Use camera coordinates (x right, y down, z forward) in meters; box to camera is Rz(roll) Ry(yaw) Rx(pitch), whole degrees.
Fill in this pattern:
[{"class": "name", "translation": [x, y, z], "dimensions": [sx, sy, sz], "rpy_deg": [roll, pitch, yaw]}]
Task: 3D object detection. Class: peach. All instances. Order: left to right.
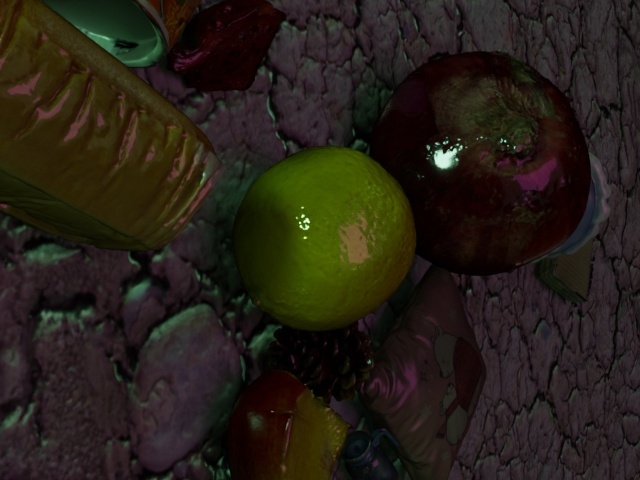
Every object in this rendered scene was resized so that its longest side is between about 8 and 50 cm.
[{"class": "peach", "translation": [-0.037, 0.203, 0.879], "dimensions": [0.151, 0.118, 0.151], "rpy_deg": [-157, -90, -89]}]

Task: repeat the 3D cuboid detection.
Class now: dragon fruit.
[{"class": "dragon fruit", "translation": [-0.091, -0.198, 0.877], "dimensions": [0.131, 0.063, 0.097], "rpy_deg": [-13, 98, -52]}]

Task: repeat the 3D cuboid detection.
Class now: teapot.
[{"class": "teapot", "translation": [0.063, 0.261, 1.046], "dimensions": [0.083, 0.064, 0.049], "rpy_deg": [58, 26, -31]}]

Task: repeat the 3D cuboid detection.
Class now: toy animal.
[{"class": "toy animal", "translation": [0.345, -0.066, 1.360], "dimensions": [0.204, 0.156, 0.208], "rpy_deg": [-7, 97, -49]}]

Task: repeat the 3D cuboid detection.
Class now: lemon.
[{"class": "lemon", "translation": [0.000, 0.000, 0.893], "dimensions": [0.203, 0.178, 0.178], "rpy_deg": [-42, 121, -30]}]

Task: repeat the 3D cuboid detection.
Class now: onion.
[{"class": "onion", "translation": [0.190, -0.093, 1.083], "dimensions": [0.276, 0.276, 0.276], "rpy_deg": [5, 84, -52]}]

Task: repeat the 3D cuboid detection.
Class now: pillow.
[{"class": "pillow", "translation": [0.140, 0.178, 1.135], "dimensions": [0.236, 0.084, 0.223], "rpy_deg": [-55, 130, -36]}]

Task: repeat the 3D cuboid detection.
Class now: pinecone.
[{"class": "pinecone", "translation": [-0.005, 0.124, 0.951], "dimensions": [0.109, 0.102, 0.102], "rpy_deg": [6, 82, -28]}]

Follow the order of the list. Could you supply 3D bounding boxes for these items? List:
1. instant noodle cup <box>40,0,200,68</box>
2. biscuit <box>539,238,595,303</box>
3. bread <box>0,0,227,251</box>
[{"class": "instant noodle cup", "translation": [-0.161, -0.249, 0.693], "dimensions": [0.213, 0.213, 0.174], "rpy_deg": [38, 68, -45]}, {"class": "biscuit", "translation": [0.430, -0.027, 1.553], "dimensions": [0.147, 0.046, 0.249], "rpy_deg": [29, 66, -46]}, {"class": "bread", "translation": [-0.209, -0.086, 0.648], "dimensions": [0.288, 0.153, 0.119], "rpy_deg": [34, 68, -45]}]
